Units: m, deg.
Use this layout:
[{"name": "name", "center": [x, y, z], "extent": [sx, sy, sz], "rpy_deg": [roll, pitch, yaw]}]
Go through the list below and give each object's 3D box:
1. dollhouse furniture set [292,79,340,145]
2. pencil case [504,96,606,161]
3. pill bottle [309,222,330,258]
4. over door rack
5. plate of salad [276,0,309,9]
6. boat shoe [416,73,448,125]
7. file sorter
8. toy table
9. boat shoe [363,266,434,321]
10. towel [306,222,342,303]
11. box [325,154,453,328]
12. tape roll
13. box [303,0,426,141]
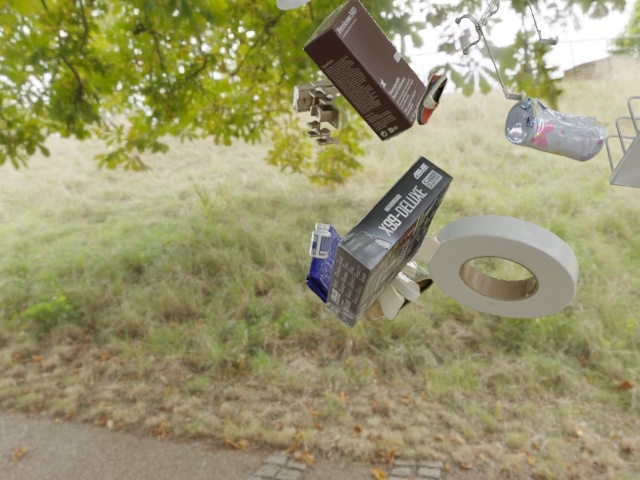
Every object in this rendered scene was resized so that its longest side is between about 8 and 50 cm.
[{"name": "dollhouse furniture set", "center": [0.024, -0.514, 2.224], "extent": [0.161, 0.212, 0.242], "rpy_deg": [-14, 40, -28]}, {"name": "pencil case", "center": [0.623, -0.292, 1.540], "extent": [0.273, 0.124, 0.113], "rpy_deg": [9, 4, -24]}, {"name": "pill bottle", "center": [0.000, 0.000, 2.045], "extent": [0.067, 0.120, 0.067], "rpy_deg": [9, 6, -1]}, {"name": "over door rack", "center": [0.512, -0.582, 1.619], "extent": [0.324, 0.239, 0.108], "rpy_deg": [40, -13, -35]}, {"name": "plate of salad", "center": [-0.042, -0.750, 1.734], "extent": [0.200, 0.199, 0.048], "rpy_deg": [-9, -38, 30]}, {"name": "boat shoe", "center": [0.288, -0.361, 1.496], "extent": [0.043, 0.137, 0.049], "rpy_deg": [27, 11, 41]}, {"name": "file sorter", "center": [0.801, -0.268, 1.318], "extent": [0.193, 0.173, 0.277], "rpy_deg": [8, -35, 3]}, {"name": "toy table", "center": [0.178, 0.072, 1.505], "extent": [0.161, 0.252, 0.274], "rpy_deg": [29, 29, -1]}, {"name": "boat shoe", "center": [0.276, 0.197, 2.074], "extent": [0.285, 0.104, 0.089], "rpy_deg": [-37, 22, -5]}, {"name": "towel", "center": [0.036, 0.105, 2.295], "extent": [0.076, 0.227, 0.308], "rpy_deg": [-18, 37, 30]}, {"name": "box", "center": [0.121, 0.016, 1.113], "extent": [0.242, 0.076, 0.307], "rpy_deg": [-46, -16, -22]}, {"name": "tape roll", "center": [0.484, 0.080, 1.562], "extent": [0.392, 0.072, 0.392], "rpy_deg": [17, -31, 11]}, {"name": "box", "center": [0.147, -0.510, 1.744], "extent": [0.143, 0.381, 0.191], "rpy_deg": [-21, 34, 48]}]
